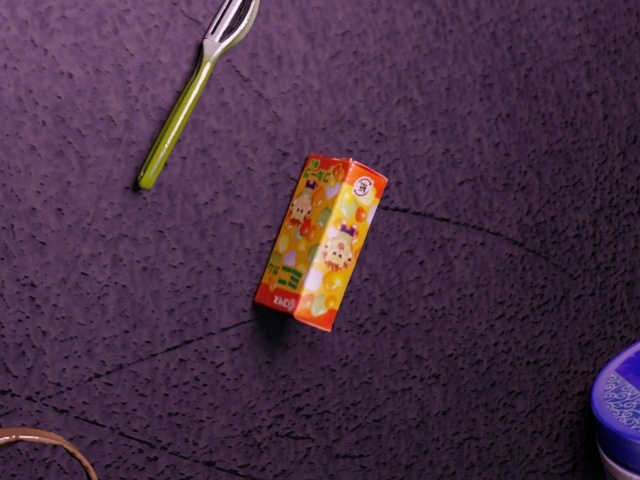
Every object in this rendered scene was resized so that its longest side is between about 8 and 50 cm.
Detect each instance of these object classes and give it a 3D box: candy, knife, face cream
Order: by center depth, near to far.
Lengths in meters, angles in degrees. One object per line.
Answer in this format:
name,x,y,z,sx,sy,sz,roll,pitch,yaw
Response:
knife,-0.081,-0.116,1.209,0.026,0.022,0.184,28,82,-6
candy,0.000,0.000,1.257,0.038,0.062,0.122,23,85,-33
face cream,0.329,0.155,1.408,0.206,0.206,0.111,-29,117,-25

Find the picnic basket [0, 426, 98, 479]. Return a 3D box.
picnic basket,-0.206,0.205,1.117,0.128,0.138,0.178,-2,105,-31
